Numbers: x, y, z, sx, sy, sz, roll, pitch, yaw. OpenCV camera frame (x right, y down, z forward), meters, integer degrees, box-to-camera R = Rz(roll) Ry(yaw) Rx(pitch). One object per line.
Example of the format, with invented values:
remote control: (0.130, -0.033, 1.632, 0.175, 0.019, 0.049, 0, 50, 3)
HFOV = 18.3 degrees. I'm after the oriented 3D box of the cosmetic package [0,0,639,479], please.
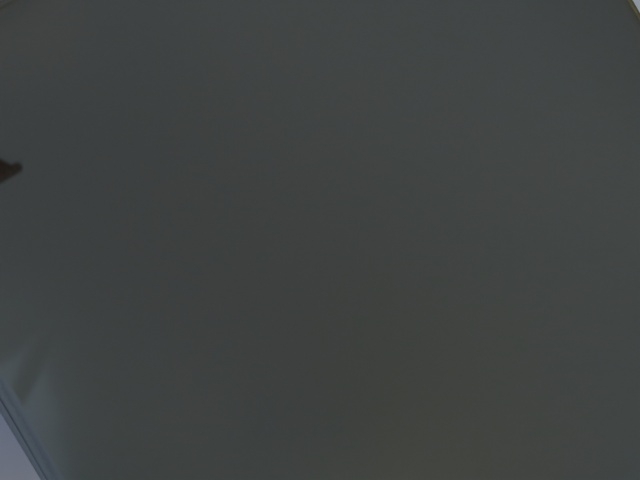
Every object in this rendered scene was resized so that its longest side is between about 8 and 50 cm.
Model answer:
cosmetic package: (0.000, 0.000, 1.022, 0.327, 0.329, 0.394, 60, 178, -1)
